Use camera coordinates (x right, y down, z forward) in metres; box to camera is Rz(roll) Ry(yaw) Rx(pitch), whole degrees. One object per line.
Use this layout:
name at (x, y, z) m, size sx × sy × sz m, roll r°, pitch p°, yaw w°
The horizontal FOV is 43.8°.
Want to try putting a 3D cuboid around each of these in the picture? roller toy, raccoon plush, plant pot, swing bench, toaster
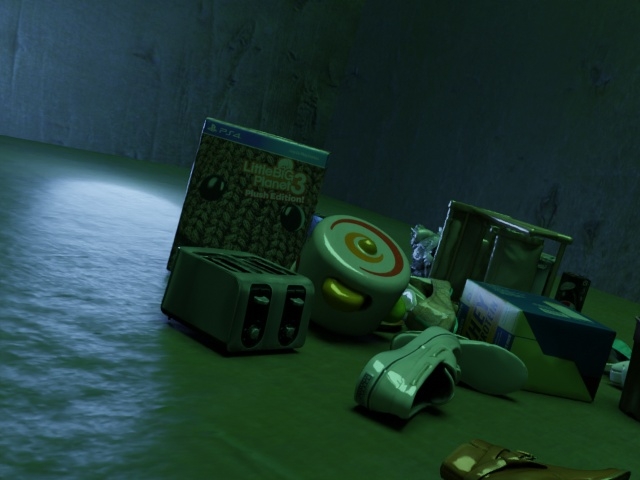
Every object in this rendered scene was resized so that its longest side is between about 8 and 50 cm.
roller toy at (0.051, 0.055, 1.378) m, size 0.209 × 0.146 × 0.191 m, roll -2°, pitch 45°, yaw -42°
raccoon plush at (0.398, 0.086, 2.153) m, size 0.299 × 0.216 × 0.446 m, roll 8°, pitch -12°, yaw 17°
plant pot at (0.604, 0.235, 1.381) m, size 0.167 × 0.165 × 0.167 m, roll 17°, pitch 8°, yaw -2°
swing bench at (0.390, 0.068, 1.809) m, size 0.165 × 0.253 × 0.255 m, roll 10°, pitch 10°, yaw -40°
toaster at (-0.123, 0.084, 1.163) m, size 0.186 × 0.110 × 0.168 m, roll 22°, pitch 9°, yaw 38°

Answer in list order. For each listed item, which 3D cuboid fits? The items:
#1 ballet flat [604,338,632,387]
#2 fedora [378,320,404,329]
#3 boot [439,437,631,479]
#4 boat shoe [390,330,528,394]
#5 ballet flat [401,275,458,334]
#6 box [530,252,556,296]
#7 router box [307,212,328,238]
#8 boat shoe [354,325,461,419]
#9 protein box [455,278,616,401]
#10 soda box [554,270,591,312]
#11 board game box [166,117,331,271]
ballet flat at (0.613, 0.262, 1.601) m, size 0.087 × 0.083 × 0.247 m, roll -8°, pitch 9°, yaw -1°
fedora at (0.082, 0.107, 1.540) m, size 0.194 × 0.079 × 0.194 m, roll 16°, pitch 8°, yaw -2°
boot at (0.233, 0.253, 0.846) m, size 0.152 × 0.072 × 0.197 m, roll 17°, pitch 4°, yaw 40°
boat shoe at (0.220, 0.185, 1.274) m, size 0.219 × 0.077 × 0.070 m, roll 15°, pitch 9°, yaw 4°
ballet flat at (0.202, 0.119, 1.554) m, size 0.106 × 0.107 × 0.316 m, roll 31°, pitch 6°, yaw -1°
box at (0.521, 0.125, 1.944) m, size 0.056 × 0.183 × 0.231 m, roll 20°, pitch 9°, yaw 20°
router box at (0.000, 0.000, 1.980) m, size 0.038 × 0.122 × 0.092 m, roll 5°, pitch 13°, yaw -37°
boat shoe at (0.146, 0.183, 1.081) m, size 0.088 × 0.096 × 0.268 m, roll 25°, pitch 12°, yaw 27°
protein box at (0.373, 0.176, 1.434) m, size 0.200 × 0.135 × 0.201 m, roll 13°, pitch 8°, yaw -19°
soda box at (0.563, 0.159, 1.827) m, size 0.053 × 0.168 × 0.060 m, roll 15°, pitch 8°, yaw 1°
board game box at (-0.130, -0.059, 1.496) m, size 0.232 × 0.290 × 0.141 m, roll 16°, pitch 7°, yaw 0°
